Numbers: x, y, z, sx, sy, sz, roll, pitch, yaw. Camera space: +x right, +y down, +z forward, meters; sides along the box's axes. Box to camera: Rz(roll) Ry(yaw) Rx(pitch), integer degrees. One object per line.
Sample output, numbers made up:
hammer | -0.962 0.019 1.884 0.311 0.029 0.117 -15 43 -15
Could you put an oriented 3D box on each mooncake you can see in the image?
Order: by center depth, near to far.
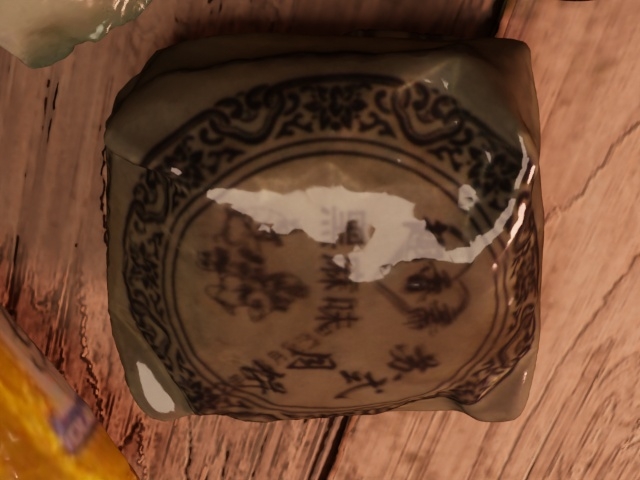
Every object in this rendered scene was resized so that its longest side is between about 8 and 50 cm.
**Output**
mooncake | 0.000 0.003 0.817 0.250 0.136 0.254 1 128 4

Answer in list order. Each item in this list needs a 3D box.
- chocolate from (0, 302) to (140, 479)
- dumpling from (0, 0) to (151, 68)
chocolate | -0.273 0.064 0.891 0.162 0.162 0.445 -20 120 22
dumpling | -0.159 -0.198 0.724 0.217 0.149 0.105 50 158 -19
